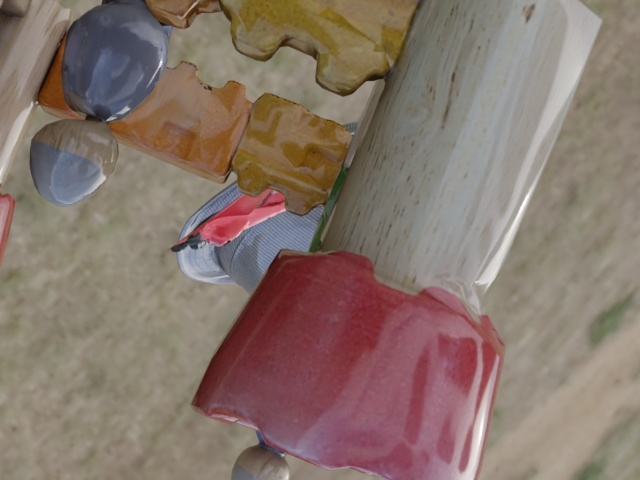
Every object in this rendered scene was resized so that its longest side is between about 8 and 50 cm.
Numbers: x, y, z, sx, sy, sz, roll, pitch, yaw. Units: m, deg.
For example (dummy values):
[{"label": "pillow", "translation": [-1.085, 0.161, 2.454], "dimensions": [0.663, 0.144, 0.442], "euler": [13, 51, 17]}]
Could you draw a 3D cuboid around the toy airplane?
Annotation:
[{"label": "toy airplane", "translation": [-0.060, -0.021, 1.313], "dimensions": [0.151, 0.028, 0.151], "euler": [-31, 179, -1]}]

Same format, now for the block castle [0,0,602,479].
[{"label": "block castle", "translation": [-0.090, -0.007, 0.646], "dimensions": [0.453, 0.303, 0.213], "euler": [122, -10, -85]}]

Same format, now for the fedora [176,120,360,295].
[{"label": "fedora", "translation": [0.000, 0.000, 1.674], "dimensions": [0.275, 0.124, 0.244], "euler": [-27, 155, -19]}]
